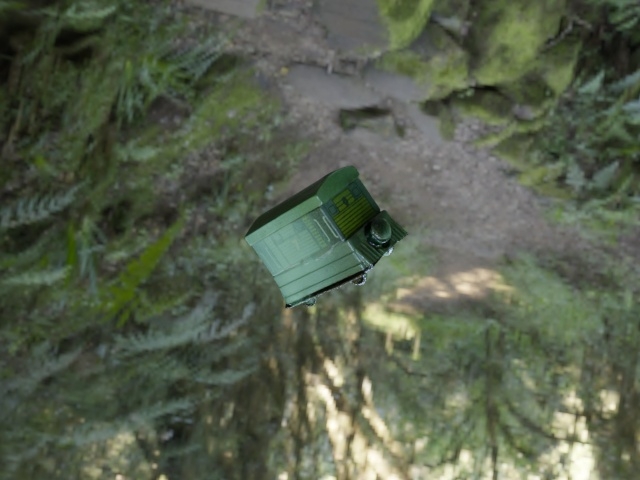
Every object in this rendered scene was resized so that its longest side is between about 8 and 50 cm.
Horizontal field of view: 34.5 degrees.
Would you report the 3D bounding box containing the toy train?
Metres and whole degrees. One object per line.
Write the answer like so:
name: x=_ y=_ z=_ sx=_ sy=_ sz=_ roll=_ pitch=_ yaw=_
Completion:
toy train: x=0.000 y=0.000 z=0.546 sx=0.056 sy=0.038 sz=0.093 roll=54 pitch=144 yaw=-6
